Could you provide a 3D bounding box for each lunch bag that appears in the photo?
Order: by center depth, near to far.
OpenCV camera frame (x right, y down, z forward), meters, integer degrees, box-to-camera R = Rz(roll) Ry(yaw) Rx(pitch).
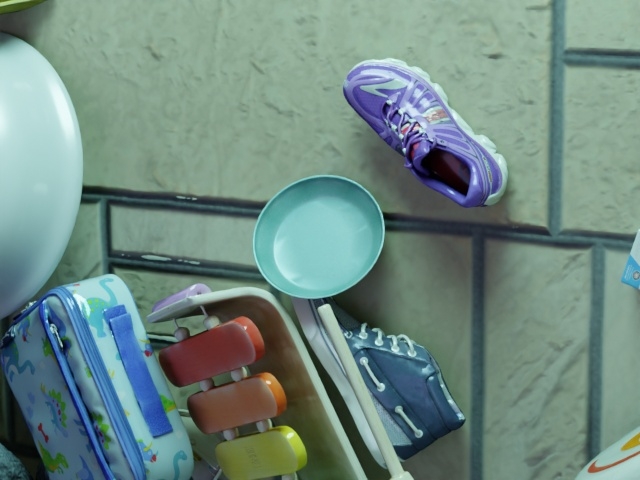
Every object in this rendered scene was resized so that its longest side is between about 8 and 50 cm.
[{"bbox_3d":[-0.212,0.150,1.483,0.176,0.090,0.219,-33,77,50],"label":"lunch bag"}]

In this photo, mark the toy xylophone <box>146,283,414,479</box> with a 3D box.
[{"bbox_3d":[-0.030,0.169,1.378,0.322,0.081,0.236,61,151,6],"label":"toy xylophone"}]

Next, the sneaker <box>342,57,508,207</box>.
[{"bbox_3d":[0.084,-0.091,1.312,0.170,0.071,0.068,40,117,16],"label":"sneaker"}]

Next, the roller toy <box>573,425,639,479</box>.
[{"bbox_3d":[0.294,0.191,1.193,0.146,0.191,0.209,58,164,5],"label":"roller toy"}]

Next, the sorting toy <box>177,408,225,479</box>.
[{"bbox_3d":[-0.126,0.210,1.513,0.083,0.045,0.075,39,123,16],"label":"sorting toy"}]

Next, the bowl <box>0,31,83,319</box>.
[{"bbox_3d":[-0.380,-0.067,1.495,0.298,0.134,0.298,-3,84,31],"label":"bowl"}]

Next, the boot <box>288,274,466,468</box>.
[{"bbox_3d":[0.050,0.100,1.385,0.086,0.069,0.190,-31,85,13],"label":"boot"}]

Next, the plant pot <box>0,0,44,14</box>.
[{"bbox_3d":[-0.317,-0.251,1.495,0.083,0.081,0.081,-21,91,43],"label":"plant pot"}]

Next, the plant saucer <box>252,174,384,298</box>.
[{"bbox_3d":[0.000,0.000,1.379,0.119,0.021,0.119,-6,64,12],"label":"plant saucer"}]

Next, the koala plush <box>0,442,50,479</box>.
[{"bbox_3d":[-0.371,0.200,1.571,0.196,0.203,0.221,-24,77,30],"label":"koala plush"}]

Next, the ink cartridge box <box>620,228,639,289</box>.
[{"bbox_3d":[0.289,0.025,1.250,0.083,0.028,0.048,24,112,22],"label":"ink cartridge box"}]
